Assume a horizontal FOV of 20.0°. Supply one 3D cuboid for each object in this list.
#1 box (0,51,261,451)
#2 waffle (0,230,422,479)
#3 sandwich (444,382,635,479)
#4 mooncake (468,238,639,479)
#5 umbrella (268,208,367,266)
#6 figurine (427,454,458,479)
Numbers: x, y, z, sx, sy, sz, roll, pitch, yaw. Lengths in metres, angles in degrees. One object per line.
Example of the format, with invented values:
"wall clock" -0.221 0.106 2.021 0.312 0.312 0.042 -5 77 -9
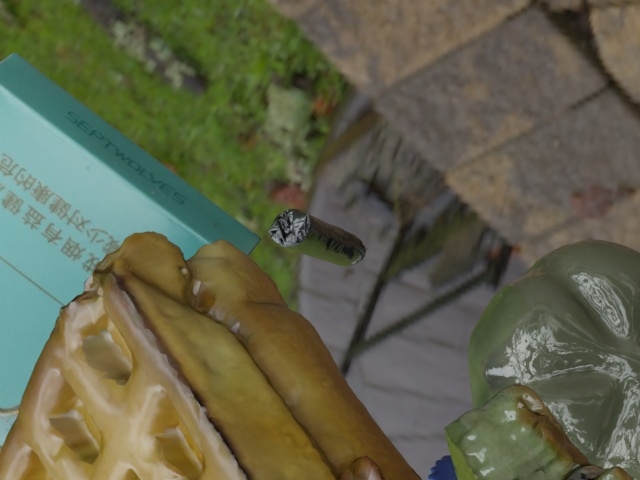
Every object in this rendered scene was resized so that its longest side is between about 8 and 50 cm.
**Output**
"box" -0.158 0.034 0.972 0.162 0.041 0.229 37 121 -2
"waffle" -0.026 0.176 0.774 0.327 0.098 0.224 51 130 33
"sandwich" 0.121 0.167 0.877 0.212 0.063 0.245 66 168 -9
"mooncake" 0.279 0.129 1.766 0.275 0.275 0.135 28 162 -7
"umbrella" 0.002 0.000 1.421 0.036 0.031 0.133 17 178 24
"figurine" 0.082 0.287 1.362 0.121 0.164 0.262 20 136 -21
